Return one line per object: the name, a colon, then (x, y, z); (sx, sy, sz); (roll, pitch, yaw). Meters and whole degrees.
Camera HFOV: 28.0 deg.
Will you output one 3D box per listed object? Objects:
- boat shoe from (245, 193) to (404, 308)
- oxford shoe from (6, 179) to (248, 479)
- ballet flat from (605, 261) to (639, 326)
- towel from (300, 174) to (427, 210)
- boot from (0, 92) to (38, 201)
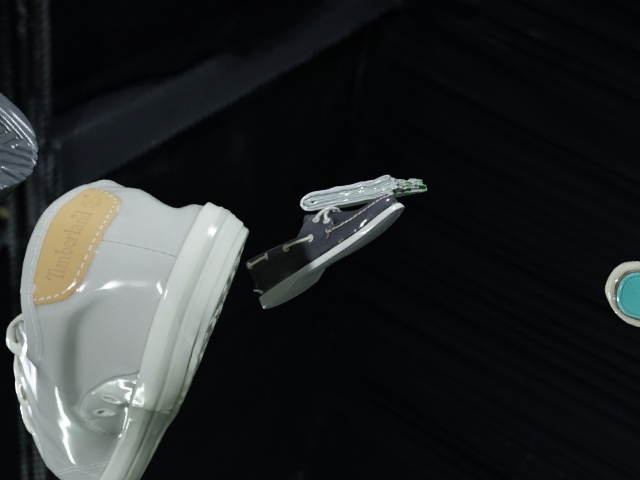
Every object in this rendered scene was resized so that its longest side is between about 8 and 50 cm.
boat shoe: (0.000, 0.000, 0.830); (0.125, 0.038, 0.046); (-36, -12, 35)
oxford shoe: (-0.155, 0.083, 0.908); (0.449, 0.130, 0.169); (119, 171, -62)
ballet flat: (0.413, 0.073, 1.308); (0.086, 0.248, 0.086); (17, -90, -83)
towel: (0.051, -0.055, 1.451); (0.152, 0.113, 0.023); (-10, -90, -72)
boot: (-0.473, 0.060, 1.160); (0.445, 0.146, 0.367); (-43, 14, 20)
